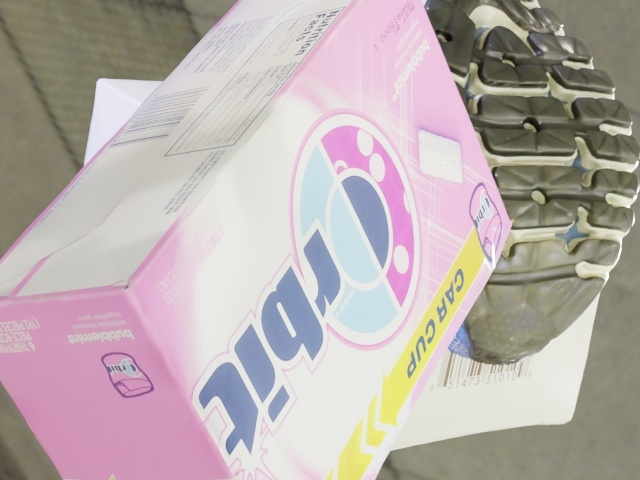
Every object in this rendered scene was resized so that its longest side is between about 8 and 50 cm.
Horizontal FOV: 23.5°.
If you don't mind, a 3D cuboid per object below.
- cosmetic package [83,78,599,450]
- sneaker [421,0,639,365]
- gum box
[{"bbox_3d":[0.000,0.000,1.157,0.385,0.217,0.156,31,116,48],"label":"cosmetic package"},{"bbox_3d":[0.060,-0.064,0.799,0.129,0.330,0.147,10,136,-22],"label":"sneaker"},{"bbox_3d":[-0.011,0.003,0.461,0.062,0.188,0.107,-7,122,34],"label":"gum box"}]
